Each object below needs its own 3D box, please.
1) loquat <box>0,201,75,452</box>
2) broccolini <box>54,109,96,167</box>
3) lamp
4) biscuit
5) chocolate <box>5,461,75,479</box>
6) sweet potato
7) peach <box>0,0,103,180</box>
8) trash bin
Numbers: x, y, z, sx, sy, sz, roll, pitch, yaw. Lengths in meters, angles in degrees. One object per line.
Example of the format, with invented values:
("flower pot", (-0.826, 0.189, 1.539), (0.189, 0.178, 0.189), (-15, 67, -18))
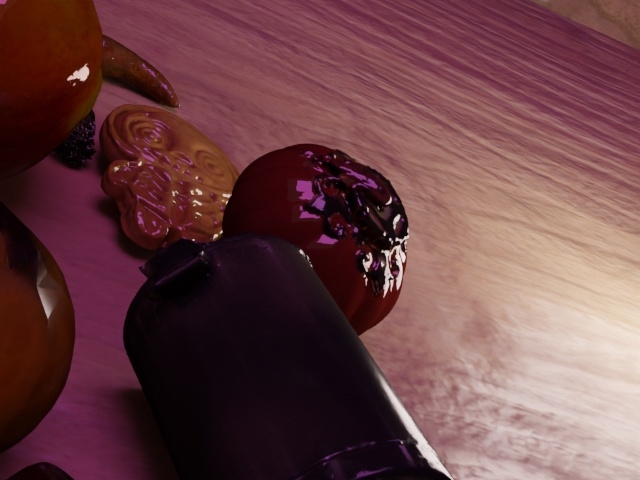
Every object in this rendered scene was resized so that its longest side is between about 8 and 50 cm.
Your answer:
("loquat", (-0.306, 0.068, 0.909), (0.235, 0.235, 0.235), (22, 29, -13))
("broccolini", (-0.298, -0.182, 1.477), (0.051, 0.054, 0.239), (54, 21, -39))
("lamp", (0.000, 0.000, 1.296), (0.227, 0.227, 0.227), (22, 29, -13))
("biscuit", (-0.177, -0.074, 1.422), (0.202, 0.044, 0.288), (30, 26, -17))
("chocolate", (-0.221, 0.220, 0.867), (0.149, 0.125, 0.080), (-6, 27, -41))
("sweet potato", (-0.307, -0.249, 1.606), (0.255, 0.058, 0.078), (18, 46, -24))
("peach", (-0.396, -0.200, 1.214), (0.332, 0.308, 0.308), (-5, 42, -31))
("trash bin", (-0.035, 0.161, 1.030), (0.301, 0.203, 0.252), (56, -1, 43))
